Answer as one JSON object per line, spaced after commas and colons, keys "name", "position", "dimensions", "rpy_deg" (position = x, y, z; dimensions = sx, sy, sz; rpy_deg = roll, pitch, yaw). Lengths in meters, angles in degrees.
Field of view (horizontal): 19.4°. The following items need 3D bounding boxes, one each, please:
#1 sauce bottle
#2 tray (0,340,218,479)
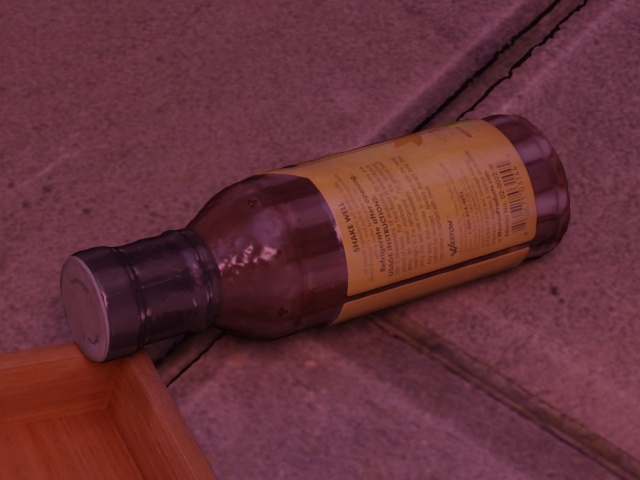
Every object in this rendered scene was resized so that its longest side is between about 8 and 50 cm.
{"name": "sauce bottle", "position": [0.000, 0.000, 1.223], "dimensions": [0.344, 0.111, 0.111], "rpy_deg": [-15, 49, -30]}
{"name": "tray", "position": [-0.121, 0.233, 1.047], "dimensions": [0.202, 0.076, 0.411], "rpy_deg": [-8, 47, -31]}
